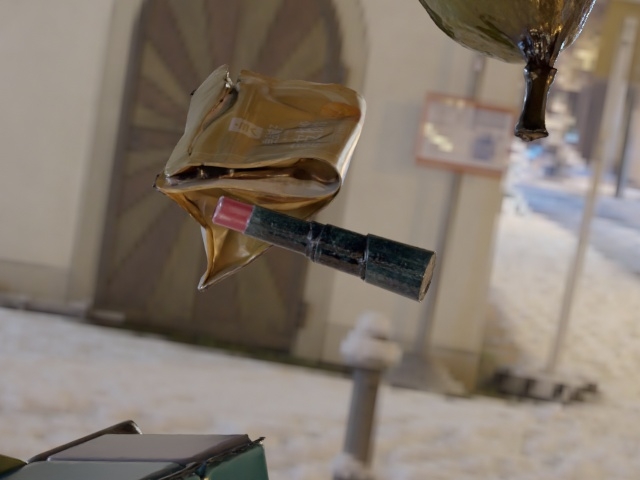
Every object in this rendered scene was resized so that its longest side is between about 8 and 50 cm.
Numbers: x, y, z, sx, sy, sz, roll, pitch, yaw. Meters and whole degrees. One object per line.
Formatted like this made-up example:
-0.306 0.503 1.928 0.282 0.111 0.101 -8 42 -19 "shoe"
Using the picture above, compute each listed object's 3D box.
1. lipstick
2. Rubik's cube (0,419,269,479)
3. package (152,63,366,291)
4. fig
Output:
0.000 0.000 1.816 0.234 0.053 0.053 19 8 13 "lipstick"
-0.200 0.308 1.389 0.368 0.358 0.387 -40 -14 30 "Rubik's cube"
-0.080 -0.105 2.072 0.165 0.221 0.311 49 19 -12 "package"
0.147 -0.188 1.379 0.170 0.274 0.145 -31 -45 29 "fig"
